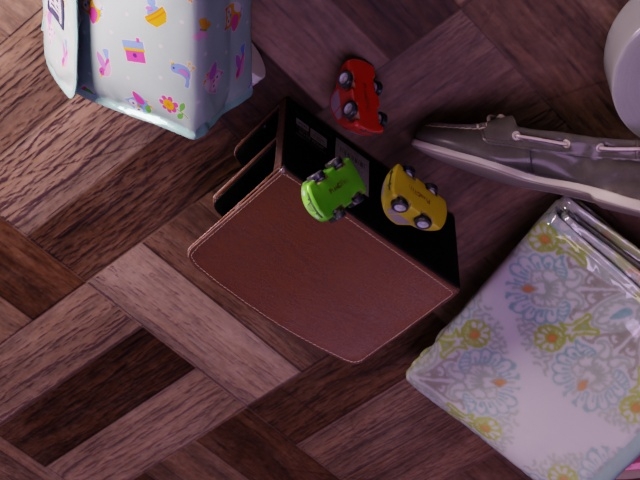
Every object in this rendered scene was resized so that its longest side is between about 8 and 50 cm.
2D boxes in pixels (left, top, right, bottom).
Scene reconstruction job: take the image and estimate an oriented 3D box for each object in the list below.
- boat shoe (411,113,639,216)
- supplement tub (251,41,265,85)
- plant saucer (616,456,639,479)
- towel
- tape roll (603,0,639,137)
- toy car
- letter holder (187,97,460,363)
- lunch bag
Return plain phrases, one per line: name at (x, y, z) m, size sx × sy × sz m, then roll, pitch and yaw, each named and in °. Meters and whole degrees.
boat shoe at (0.285, -0.111, 1.752) m, size 0.335 × 0.112 × 0.096 m, roll 16°, pitch 87°, yaw 13°
supplement tub at (-0.129, -0.202, 1.709) m, size 0.107 × 0.071 × 0.071 m, roll -30°, pitch 123°, yaw 21°
plant saucer at (0.453, 0.242, 2.064) m, size 0.332 × 0.084 × 0.332 m, roll 0°, pitch 129°, yaw 0°
towel at (0.346, 0.160, 1.922) m, size 0.320 × 0.090 × 0.374 m, roll 39°, pitch 118°, yaw 3°
tape roll at (0.458, -0.217, 1.697) m, size 0.219 × 0.072 × 0.219 m, roll -1°, pitch 129°, yaw -1°
toy car at (0.038, -0.082, 1.682) m, size 0.053 × 0.225 × 0.239 m, roll -24°, pitch 99°, yaw 42°
letter holder at (0.000, 0.000, 1.825) m, size 0.302 × 0.152 × 0.214 m, roll 34°, pitch 123°, yaw -24°
lunch bag at (-0.216, -0.265, 1.585) m, size 0.262 × 0.160 × 0.223 m, roll 21°, pitch 130°, yaw 20°
